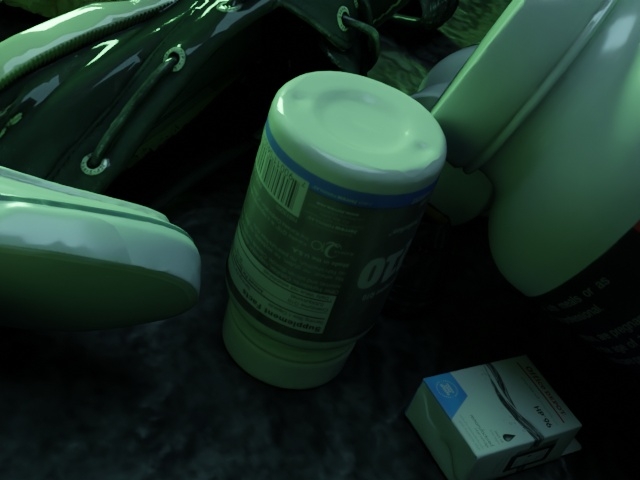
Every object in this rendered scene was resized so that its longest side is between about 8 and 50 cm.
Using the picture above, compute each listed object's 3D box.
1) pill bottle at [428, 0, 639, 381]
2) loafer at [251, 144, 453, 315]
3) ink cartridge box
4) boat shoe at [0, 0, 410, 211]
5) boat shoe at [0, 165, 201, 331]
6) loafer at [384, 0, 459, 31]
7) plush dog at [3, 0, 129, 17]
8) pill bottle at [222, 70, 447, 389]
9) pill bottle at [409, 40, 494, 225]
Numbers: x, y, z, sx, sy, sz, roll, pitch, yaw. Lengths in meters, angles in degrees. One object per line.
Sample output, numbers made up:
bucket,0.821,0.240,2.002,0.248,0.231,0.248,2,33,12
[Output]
pill bottle,0.209,-0.001,0.453,0.323,0.181,0.181,37,39,-1
loafer,0.019,-0.035,0.553,0.062,0.061,0.170,-18,51,-37
ink cartridge box,0.090,0.085,0.468,0.083,0.028,0.048,-8,46,-32
boat shoe,-0.029,-0.095,0.512,0.340,0.127,0.113,-32,67,-26
boat shoe,-0.174,-0.022,0.394,0.258,0.095,0.084,9,65,-6
loafer,0.011,-0.241,0.784,0.223,0.076,0.078,34,32,11
plush dog,-0.070,-0.230,0.614,0.262,0.225,0.210,-18,52,-39
pill bottle,0.000,0.000,0.442,0.078,0.137,0.078,12,39,-10
pill bottle,0.126,-0.077,0.615,0.108,0.108,0.193,39,42,22
